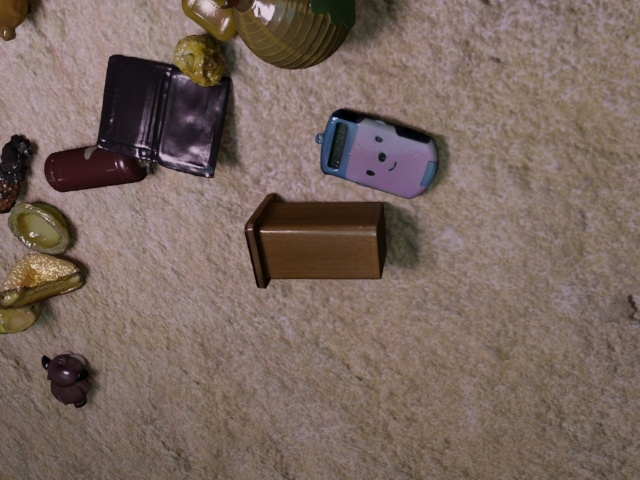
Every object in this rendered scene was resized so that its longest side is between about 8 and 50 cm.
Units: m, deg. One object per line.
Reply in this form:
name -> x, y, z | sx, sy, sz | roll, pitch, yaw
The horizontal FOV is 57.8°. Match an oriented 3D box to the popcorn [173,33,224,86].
popcorn -> -0.266, -0.407, 1.301 | 0.120, 0.116, 0.106 | 41, 84, -20

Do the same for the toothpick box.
toothpick box -> 0.000, 0.000, 1.429 | 0.308, 0.190, 0.187 | 0, 119, 14

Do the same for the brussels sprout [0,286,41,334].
brussels sprout -> -1.023, 0.225, 1.902 | 0.223, 0.223, 0.161 | -7, 100, 23

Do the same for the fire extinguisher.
fire extinguisher -> -0.560, -0.208, 1.528 | 0.337, 0.114, 0.135 | -4, 92, 21

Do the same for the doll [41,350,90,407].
doll -> -0.901, 0.499, 2.082 | 0.182, 0.117, 0.257 | 13, 125, 9

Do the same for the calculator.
calculator -> 0.126, -0.199, 1.335 | 0.293, 0.051, 0.173 | 18, 126, 7

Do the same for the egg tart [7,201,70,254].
egg tart -> -0.834, -0.039, 1.746 | 0.197, 0.078, 0.197 | 9, 126, 13

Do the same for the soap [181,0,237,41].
soap -> -0.239, -0.502, 1.271 | 0.140, 0.045, 0.089 | 37, 121, -5

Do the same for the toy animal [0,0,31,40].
toy animal -> -0.762, -0.598, 1.314 | 0.195, 0.169, 0.281 | -9, 117, 27

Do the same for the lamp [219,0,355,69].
lamp -> -0.073, -0.453, 1.105 | 0.250, 0.284, 0.250 | 15, 110, 45

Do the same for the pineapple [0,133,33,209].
pineapple -> -0.884, -0.193, 1.640 | 0.237, 0.111, 0.119 | -51, 58, 24

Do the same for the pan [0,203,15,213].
pan -> -0.999, -0.102, 1.780 | 0.128, 0.048, 0.202 | 7, 123, 14

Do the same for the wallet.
wallet -> -0.387, -0.301, 1.409 | 0.322, 0.041, 0.247 | 14, 101, 11

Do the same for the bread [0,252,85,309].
bread -> -0.878, 0.110, 1.790 | 0.133, 0.251, 0.174 | 64, 157, 11
